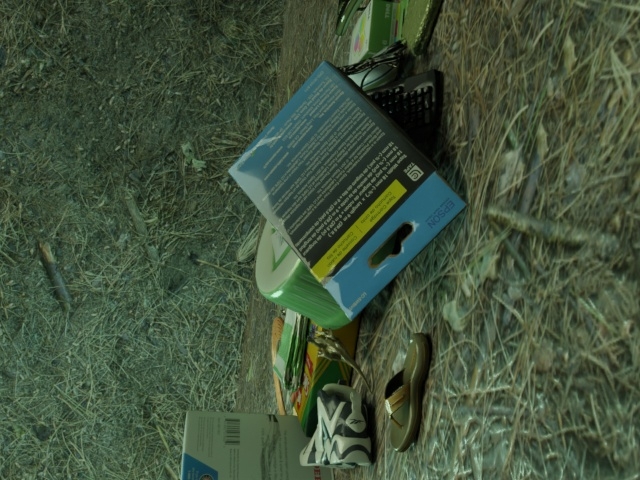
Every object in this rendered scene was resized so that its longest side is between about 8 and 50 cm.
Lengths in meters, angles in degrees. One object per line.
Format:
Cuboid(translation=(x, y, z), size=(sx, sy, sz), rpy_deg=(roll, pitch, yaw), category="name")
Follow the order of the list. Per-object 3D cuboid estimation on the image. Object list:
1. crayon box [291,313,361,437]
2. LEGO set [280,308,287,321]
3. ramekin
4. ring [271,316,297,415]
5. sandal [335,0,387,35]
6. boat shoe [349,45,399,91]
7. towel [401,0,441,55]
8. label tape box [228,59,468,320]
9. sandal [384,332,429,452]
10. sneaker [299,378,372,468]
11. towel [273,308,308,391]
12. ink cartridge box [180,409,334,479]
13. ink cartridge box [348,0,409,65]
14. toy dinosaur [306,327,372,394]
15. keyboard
Cuboid(translation=(0.009, 0.229, 1.474), size=(0.202, 0.081, 0.319), rpy_deg=(-145, 64, -77), category="crayon box")
Cuboid(translation=(-0.030, 0.087, 1.794), size=(0.132, 0.107, 0.287), rpy_deg=(45, 131, 30), category="LEGO set")
Cuboid(translation=(0.000, 0.000, 1.298), size=(0.303, 0.148, 0.304), rpy_deg=(-49, 29, 39), category="ramekin")
Cuboid(translation=(-0.082, 0.364, 1.806), size=(0.336, 0.032, 0.337), rpy_deg=(174, 90, -77), category="ring")
Cuboid(translation=(0.114, -0.534, 1.459), size=(0.303, 0.086, 0.120), rpy_deg=(-43, 33, 50), category="sandal")
Cuboid(translation=(0.098, -0.299, 1.374), size=(0.094, 0.109, 0.302), rpy_deg=(54, 171, -7), category="boat shoe")
Cuboid(translation=(0.177, -0.399, 1.188), size=(0.110, 0.027, 0.148), rpy_deg=(-100, 22, -52), category="towel")
Cuboid(translation=(0.046, -0.075, 1.073), size=(0.241, 0.106, 0.334), rpy_deg=(-46, 65, 14), category="label tape box")
Cuboid(translation=(0.120, 0.221, 1.028), size=(0.072, 0.049, 0.180), rpy_deg=(-132, 50, -75), category="sandal")
Cuboid(translation=(0.027, 0.340, 1.292), size=(0.235, 0.094, 0.153), rpy_deg=(125, 152, -65), category="sneaker")
Cuboid(translation=(-0.060, 0.157, 1.570), size=(0.248, 0.038, 0.325), rpy_deg=(173, 104, -80), category="towel")
Cuboid(translation=(-0.136, 0.489, 1.459), size=(0.223, 0.307, 0.129), rpy_deg=(-97, 16, -49), category="ink cartridge box")
Cuboid(translation=(0.114, -0.413, 1.409), size=(0.209, 0.062, 0.109), rpy_deg=(159, 118, -76), category="ink cartridge box")
Cuboid(translation=(0.033, 0.204, 1.284), size=(0.053, 0.092, 0.183), rpy_deg=(-54, 44, -2), category="toy dinosaur")
Cuboid(translation=(0.063, -0.234, 1.190), size=(0.317, 0.033, 0.202), rpy_deg=(-10, 68, 39), category="keyboard")
